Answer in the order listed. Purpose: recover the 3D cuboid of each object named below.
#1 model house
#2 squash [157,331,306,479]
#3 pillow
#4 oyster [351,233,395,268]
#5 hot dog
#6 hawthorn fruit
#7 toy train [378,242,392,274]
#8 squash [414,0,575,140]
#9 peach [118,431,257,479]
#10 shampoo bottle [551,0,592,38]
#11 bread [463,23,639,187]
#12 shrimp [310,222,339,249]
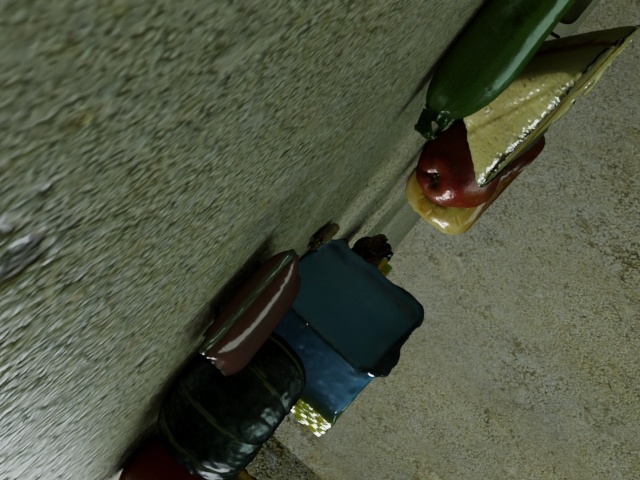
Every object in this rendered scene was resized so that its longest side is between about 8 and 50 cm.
[{"bbox_3d":[-0.008,0.189,1.818,0.303,0.237,0.215,-53,173,37],"label":"model house"},{"bbox_3d":[-0.135,0.248,1.608,0.252,0.165,0.252,-48,173,-7],"label":"squash"},{"bbox_3d":[-0.091,0.092,1.389,0.179,0.075,0.171,-51,169,-10],"label":"pillow"},{"bbox_3d":[0.011,0.117,2.202,0.361,0.096,0.221,-48,179,-7],"label":"oyster"},{"bbox_3d":[0.373,-0.194,2.402,0.405,0.185,0.223,-44,173,-41],"label":"hot dog"},{"bbox_3d":[0.286,-0.152,2.170,0.189,0.189,0.189,-48,174,-7],"label":"hawthorn fruit"},{"bbox_3d":[0.098,0.099,2.660,0.160,0.100,0.296,-55,172,32],"label":"toy train"},{"bbox_3d":[0.258,-0.287,1.444,0.379,0.101,0.101,-50,174,20],"label":"squash"},{"bbox_3d":[-0.195,0.440,1.773,0.338,0.281,0.281,-29,-171,42],"label":"peach"},{"bbox_3d":[0.459,-0.451,1.938,0.162,0.079,0.079,-52,173,34],"label":"shampoo bottle"},{"bbox_3d":[0.449,-0.255,1.929,0.345,0.242,0.405,-34,-158,-34],"label":"bread"},{"bbox_3d":[0.000,0.000,1.731,0.059,0.023,0.108,-43,177,27],"label":"shrimp"}]
